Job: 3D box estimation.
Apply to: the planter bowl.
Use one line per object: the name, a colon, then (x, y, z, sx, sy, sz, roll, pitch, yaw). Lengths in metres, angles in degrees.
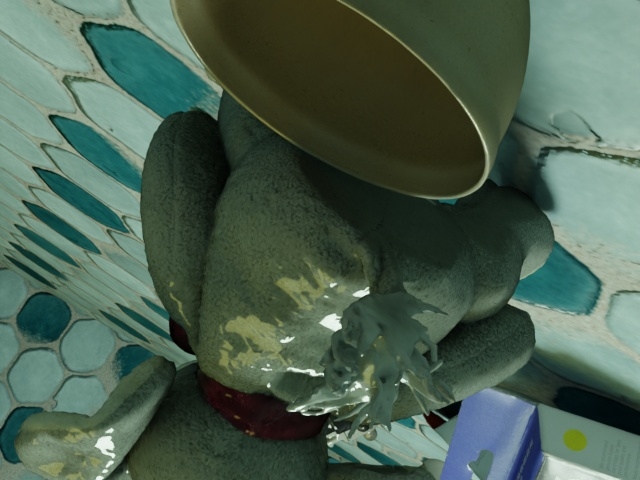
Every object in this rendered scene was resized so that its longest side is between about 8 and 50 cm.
planter bowl: (0.029, -0.109, 0.461, 0.162, 0.109, 0.162, 30, 164, 10)

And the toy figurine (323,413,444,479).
toy figurine: (0.089, 0.287, 1.394, 0.209, 0.148, 0.213, 68, 177, -73)

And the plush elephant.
plush elephant: (-0.022, 0.069, 0.614, 0.271, 0.255, 0.330, 31, -153, -12)

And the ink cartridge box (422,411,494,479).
ink cartridge box: (0.307, 0.308, 1.322, 0.308, 0.091, 0.385, 34, -179, -9)

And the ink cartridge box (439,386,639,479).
ink cartridge box: (0.269, 0.294, 1.039, 0.307, 0.072, 0.304, 16, 140, 10)
